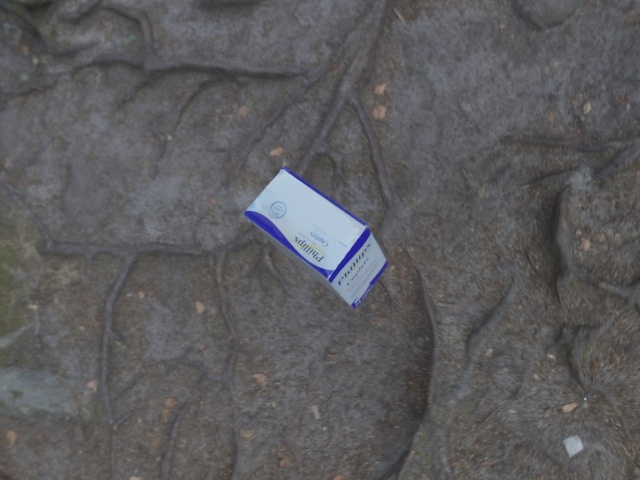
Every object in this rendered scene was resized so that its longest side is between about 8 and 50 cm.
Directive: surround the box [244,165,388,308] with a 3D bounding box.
[{"bbox_3d":[0.000,0.000,0.721,0.126,0.137,0.072,36,84,23],"label":"box"}]
